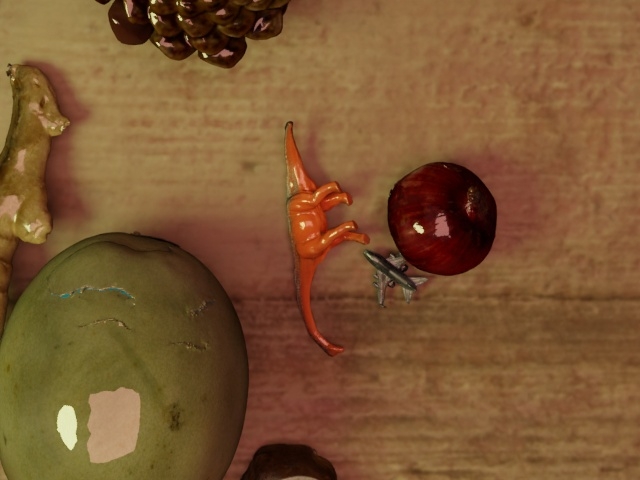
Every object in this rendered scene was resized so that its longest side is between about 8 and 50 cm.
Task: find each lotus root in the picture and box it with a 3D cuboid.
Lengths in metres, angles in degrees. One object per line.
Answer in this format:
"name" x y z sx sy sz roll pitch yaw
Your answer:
"lotus root" -0.034 0.302 1.514 0.112 0.081 0.122 26 94 -17

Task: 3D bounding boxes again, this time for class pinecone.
"pinecone" -0.126 -0.319 1.332 0.264 0.264 0.264 -1 98 -7

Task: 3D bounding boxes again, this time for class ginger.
"ginger" -0.355 -0.027 1.415 0.148 0.081 0.334 18 81 33

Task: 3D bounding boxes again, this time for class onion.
"onion" 0.136 -0.026 1.462 0.131 0.131 0.131 -1 98 -7

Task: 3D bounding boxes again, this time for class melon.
"melon" -0.208 0.147 1.374 0.268 0.268 0.330 3 76 -7

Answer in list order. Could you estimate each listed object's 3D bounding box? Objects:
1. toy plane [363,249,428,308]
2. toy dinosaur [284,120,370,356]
"toy plane" 0.081 0.036 1.509 0.083 0.031 0.078 37 92 -10
"toy dinosaur" 0.002 -0.001 1.483 0.101 0.055 0.280 -12 99 22
